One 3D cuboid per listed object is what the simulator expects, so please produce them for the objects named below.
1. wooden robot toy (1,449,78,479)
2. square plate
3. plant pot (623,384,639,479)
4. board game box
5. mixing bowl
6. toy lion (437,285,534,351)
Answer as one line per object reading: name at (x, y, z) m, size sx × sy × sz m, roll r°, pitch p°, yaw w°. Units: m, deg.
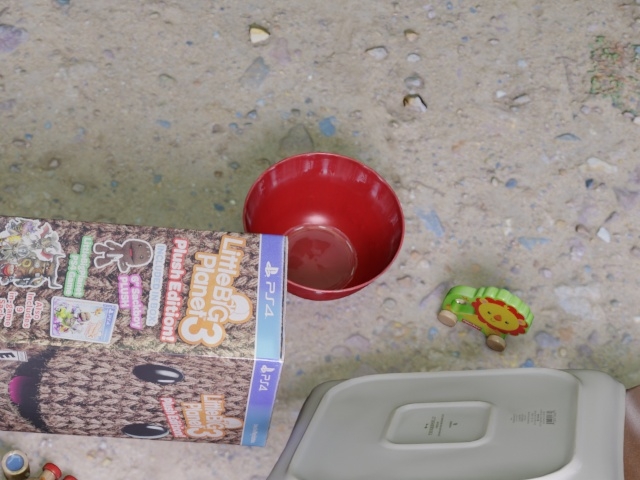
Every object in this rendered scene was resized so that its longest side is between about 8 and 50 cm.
wooden robot toy at (-0.292, 0.251, 1.397) m, size 0.173 × 0.079 × 0.076 m, roll 30°, pitch 61°, yaw 10°
square plate at (0.117, 0.194, 1.322) m, size 0.344 × 0.049 × 0.347 m, roll -4°, pitch 16°, yaw 13°
plant pot at (0.356, 0.248, 1.441) m, size 0.167 × 0.167 × 0.165 m, roll -18°, pitch 57°, yaw -16°
board game box at (-0.188, 0.099, 1.411) m, size 0.291 × 0.232 × 0.141 m, roll 4°, pitch 61°, yaw -4°
mixing bowl at (0.000, 0.000, 1.568) m, size 0.182 × 0.098 × 0.181 m, roll 3°, pitch 61°, yaw -5°
toy lion at (0.188, 0.079, 1.546) m, size 0.100 × 0.096 × 0.034 m, roll 26°, pitch 60°, yaw 9°
